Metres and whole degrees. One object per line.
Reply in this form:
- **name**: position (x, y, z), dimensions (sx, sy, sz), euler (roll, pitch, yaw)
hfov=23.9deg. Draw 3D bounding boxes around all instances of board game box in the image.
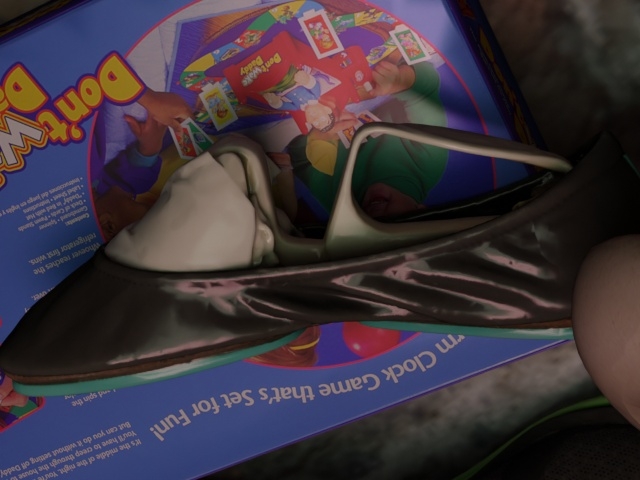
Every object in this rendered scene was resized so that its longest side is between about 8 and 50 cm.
- **board game box**: position (-0.071, -0.009, 0.724), dimensions (0.347, 0.078, 0.233), euler (-22, 108, 17)

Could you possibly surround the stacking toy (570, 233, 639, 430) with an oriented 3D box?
- **stacking toy**: position (0.334, -0.076, 0.500), dimensions (0.351, 0.350, 0.480), euler (30, 85, -5)

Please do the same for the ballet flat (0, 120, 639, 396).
- **ballet flat**: position (0.000, 0.000, 0.631), dimensions (0.280, 0.095, 0.096), euler (-7, 103, 0)

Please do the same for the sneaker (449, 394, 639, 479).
- **sneaker**: position (0.048, 0.204, 0.730), dimensions (0.483, 0.202, 0.185), euler (-13, 111, 14)
